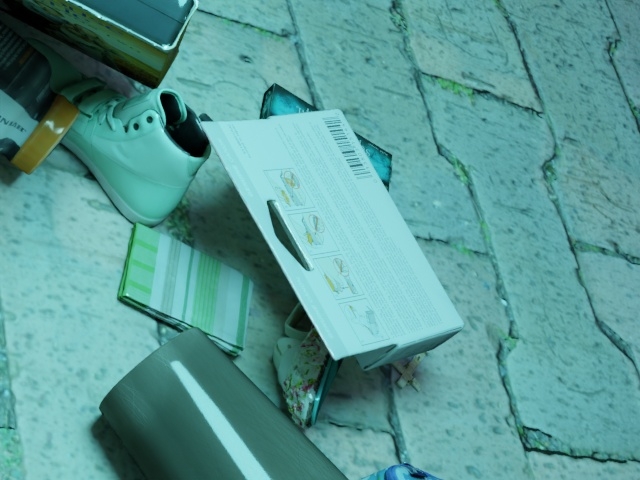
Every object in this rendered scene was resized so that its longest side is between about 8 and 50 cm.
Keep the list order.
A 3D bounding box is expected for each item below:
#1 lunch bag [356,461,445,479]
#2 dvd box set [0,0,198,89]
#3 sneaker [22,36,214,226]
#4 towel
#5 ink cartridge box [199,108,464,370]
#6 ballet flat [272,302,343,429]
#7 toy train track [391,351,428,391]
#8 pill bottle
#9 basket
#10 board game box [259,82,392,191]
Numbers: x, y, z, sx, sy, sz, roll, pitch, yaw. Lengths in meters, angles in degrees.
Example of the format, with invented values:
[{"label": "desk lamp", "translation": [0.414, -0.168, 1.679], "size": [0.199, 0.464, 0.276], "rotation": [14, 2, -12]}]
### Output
[{"label": "lunch bag", "translation": [0.109, 0.344, 1.789], "size": [0.176, 0.090, 0.219], "rotation": [32, 37, -54]}, {"label": "dvd box set", "translation": [-0.276, -0.259, 1.721], "size": [0.308, 0.420, 0.062], "rotation": [27, 87, -7]}, {"label": "sneaker", "translation": [-0.221, -0.151, 1.869], "size": [0.256, 0.151, 0.094], "rotation": [47, 40, 0]}, {"label": "towel", "translation": [-0.145, 0.054, 1.878], "size": [0.152, 0.023, 0.113], "rotation": [27, 41, -21]}, {"label": "ink cartridge box", "translation": [0.000, 0.000, 1.886], "size": [0.261, 0.066, 0.296], "rotation": [-10, 66, -53]}, {"label": "ballet flat", "translation": [-0.009, 0.118, 1.915], "size": [0.077, 0.091, 0.241], "rotation": [16, 36, 9]}, {"label": "toy train track", "translation": [0.110, 0.146, 2.039], "size": [0.048, 0.014, 0.083], "rotation": [45, 38, -4]}, {"label": "pill bottle", "translation": [-0.365, -0.174, 1.770], "size": [0.246, 0.130, 0.130], "rotation": [38, 40, -11]}, {"label": "basket", "translation": [-0.097, 0.209, 1.690], "size": [0.227, 0.154, 0.204], "rotation": [49, 22, 8]}, {"label": "board game box", "translation": [0.005, -0.102, 2.136], "size": [0.186, 0.026, 0.126], "rotation": [29, 42, -22]}]
